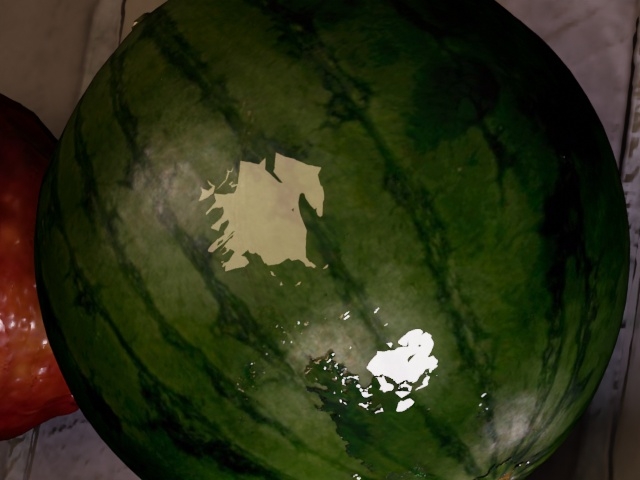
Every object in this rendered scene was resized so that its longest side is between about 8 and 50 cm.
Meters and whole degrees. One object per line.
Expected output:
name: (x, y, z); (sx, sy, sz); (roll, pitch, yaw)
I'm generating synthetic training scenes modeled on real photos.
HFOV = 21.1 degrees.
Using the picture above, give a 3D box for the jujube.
jujube: (-0.198, 0.007, 0.821); (0.243, 0.183, 0.183); (10, 80, 35)

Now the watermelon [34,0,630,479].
watermelon: (0.003, 0.004, 0.692); (0.242, 0.242, 0.242); (-8, 72, 24)
